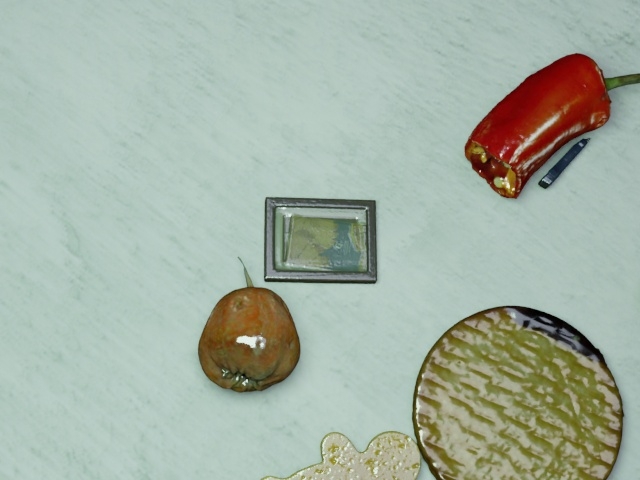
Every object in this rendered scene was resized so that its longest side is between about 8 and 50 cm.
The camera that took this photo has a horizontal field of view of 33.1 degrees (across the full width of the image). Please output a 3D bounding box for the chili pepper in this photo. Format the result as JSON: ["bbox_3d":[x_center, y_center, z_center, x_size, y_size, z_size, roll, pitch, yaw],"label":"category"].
[{"bbox_3d":[0.374,-0.216,1.657,0.338,0.135,0.131,-38,56,-11],"label":"chili pepper"}]

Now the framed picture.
[{"bbox_3d":[0.000,0.000,1.616,0.168,0.023,0.128,2,75,-6],"label":"framed picture"}]

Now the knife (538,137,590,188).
[{"bbox_3d":[0.382,-0.124,1.688,0.018,0.031,0.121,42,74,7],"label":"knife"}]

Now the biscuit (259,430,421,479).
[{"bbox_3d":[0.034,0.350,1.523,0.240,0.035,0.158,-26,84,-12],"label":"biscuit"}]

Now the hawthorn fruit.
[{"bbox_3d":[-0.088,0.124,1.511,0.149,0.149,0.189,24,73,0],"label":"hawthorn fruit"}]

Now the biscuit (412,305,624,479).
[{"bbox_3d":[0.288,0.252,1.576,0.317,0.040,0.318,2,74,-6],"label":"biscuit"}]
